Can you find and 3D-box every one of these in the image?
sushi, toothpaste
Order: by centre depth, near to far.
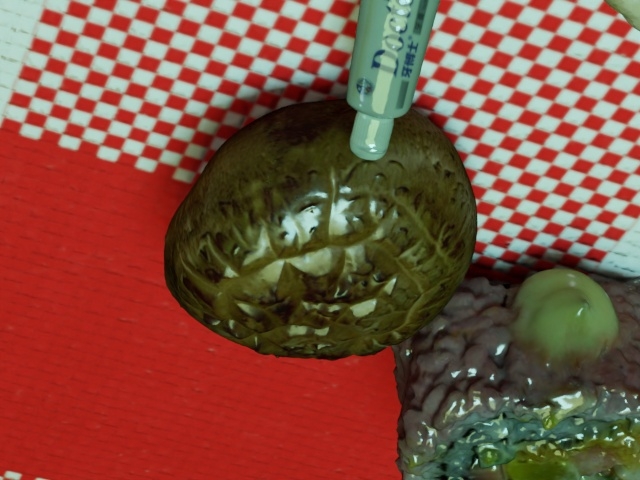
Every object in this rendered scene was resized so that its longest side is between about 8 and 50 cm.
[{"bbox_3d":[0.053,-0.167,1.110,0.067,0.037,0.255,10,120,-3],"label":"toothpaste"},{"bbox_3d":[0.191,0.121,1.402,0.270,0.171,0.236,0,141,1],"label":"sushi"}]

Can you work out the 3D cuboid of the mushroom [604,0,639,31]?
[{"bbox_3d":[0.244,-0.190,1.045,0.166,0.127,0.166,4,148,2],"label":"mushroom"}]

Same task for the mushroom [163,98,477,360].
[{"bbox_3d":[0.000,0.000,1.286,0.253,0.153,0.253,-5,146,-4],"label":"mushroom"}]
